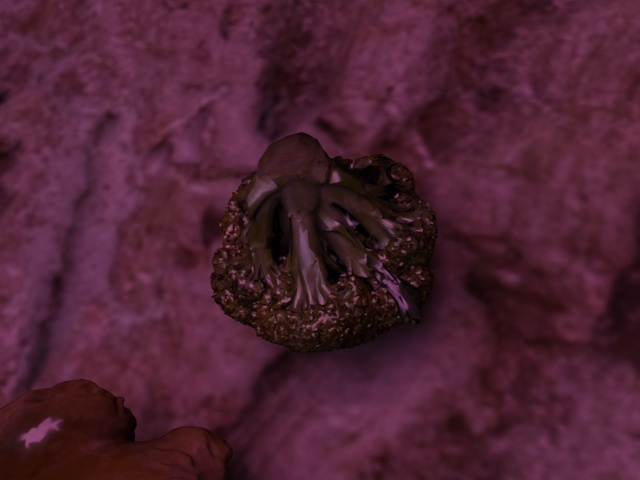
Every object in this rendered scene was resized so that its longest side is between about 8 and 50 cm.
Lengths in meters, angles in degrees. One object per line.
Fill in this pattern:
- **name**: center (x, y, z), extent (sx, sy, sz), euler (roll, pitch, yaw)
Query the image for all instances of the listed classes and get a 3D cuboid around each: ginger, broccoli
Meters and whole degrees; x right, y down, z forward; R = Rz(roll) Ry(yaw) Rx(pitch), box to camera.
- **ginger**: center (-0.163, 0.176, 0.567), extent (0.270, 0.123, 0.218), euler (6, 71, 18)
- **broccoli**: center (0.000, 0.000, 0.601), extent (0.130, 0.120, 0.131), euler (-3, 41, 22)
